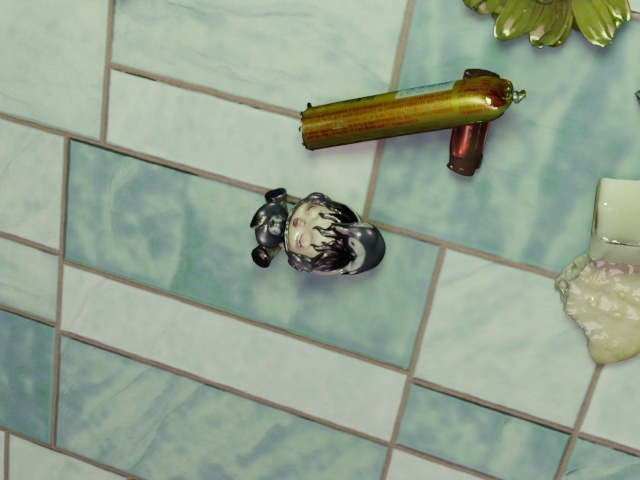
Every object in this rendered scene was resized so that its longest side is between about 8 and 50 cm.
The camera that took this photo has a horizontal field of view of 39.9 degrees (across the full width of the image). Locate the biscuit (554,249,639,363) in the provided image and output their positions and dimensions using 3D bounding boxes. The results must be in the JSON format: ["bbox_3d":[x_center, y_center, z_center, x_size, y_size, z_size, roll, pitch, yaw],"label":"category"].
[{"bbox_3d":[0.470,0.084,1.409,0.188,0.040,0.265,7,114,14],"label":"biscuit"}]

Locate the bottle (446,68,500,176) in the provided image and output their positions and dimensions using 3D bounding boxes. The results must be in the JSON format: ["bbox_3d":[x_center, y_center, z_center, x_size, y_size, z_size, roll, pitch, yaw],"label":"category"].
[{"bbox_3d":[0.236,-0.180,1.367,0.060,0.060,0.164,15,116,13],"label":"bottle"}]

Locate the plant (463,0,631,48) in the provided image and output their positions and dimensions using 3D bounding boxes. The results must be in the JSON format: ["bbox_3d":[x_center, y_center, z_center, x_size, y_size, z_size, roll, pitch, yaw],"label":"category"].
[{"bbox_3d":[0.294,-0.398,1.183,0.261,0.297,0.306,39,141,35],"label":"plant"}]

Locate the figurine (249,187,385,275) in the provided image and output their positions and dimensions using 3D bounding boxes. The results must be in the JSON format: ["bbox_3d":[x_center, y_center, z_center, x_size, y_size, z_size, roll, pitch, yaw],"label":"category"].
[{"bbox_3d":[0.000,0.000,1.491,0.222,0.145,0.145,10,115,25],"label":"figurine"}]

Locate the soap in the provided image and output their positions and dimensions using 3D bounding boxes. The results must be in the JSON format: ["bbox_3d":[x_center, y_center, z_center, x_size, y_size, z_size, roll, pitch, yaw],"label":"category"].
[{"bbox_3d":[0.497,-0.024,1.303,0.183,0.121,0.064,7,152,17],"label":"soap"}]

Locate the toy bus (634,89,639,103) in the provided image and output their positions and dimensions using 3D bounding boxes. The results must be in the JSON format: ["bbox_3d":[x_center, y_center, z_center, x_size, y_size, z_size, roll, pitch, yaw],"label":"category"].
[{"bbox_3d":[0.539,-0.162,1.268,0.190,0.064,0.075,41,107,-1],"label":"toy bus"}]

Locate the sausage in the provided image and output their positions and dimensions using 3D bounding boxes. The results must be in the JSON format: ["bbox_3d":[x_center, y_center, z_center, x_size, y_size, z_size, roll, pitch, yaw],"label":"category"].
[{"bbox_3d":[0.135,-0.198,1.342,0.371,0.082,0.082,-5,111,33],"label":"sausage"}]
